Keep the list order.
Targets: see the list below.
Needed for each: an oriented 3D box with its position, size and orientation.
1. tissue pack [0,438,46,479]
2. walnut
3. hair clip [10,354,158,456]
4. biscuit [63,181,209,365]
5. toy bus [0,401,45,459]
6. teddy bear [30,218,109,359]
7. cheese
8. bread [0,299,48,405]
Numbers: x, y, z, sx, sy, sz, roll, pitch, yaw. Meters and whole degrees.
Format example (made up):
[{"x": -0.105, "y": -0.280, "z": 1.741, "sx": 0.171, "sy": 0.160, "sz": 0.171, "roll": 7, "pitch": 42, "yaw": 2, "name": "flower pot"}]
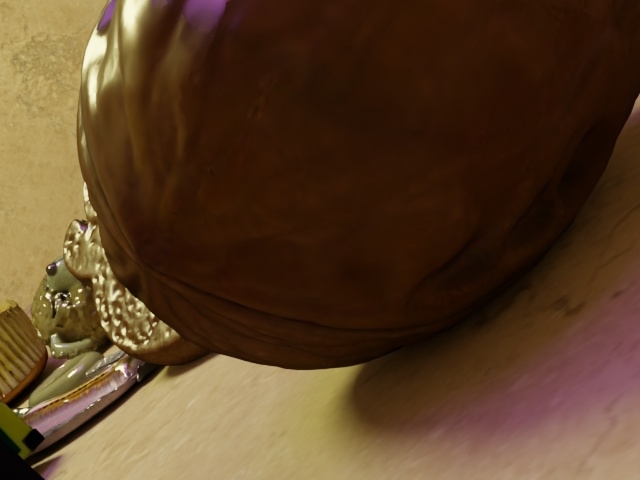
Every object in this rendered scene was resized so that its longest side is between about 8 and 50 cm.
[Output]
[{"x": -0.337, "y": 0.238, "z": 0.659, "sx": 0.253, "sy": 0.264, "sz": 0.416, "roll": -41, "pitch": 8, "yaw": 12, "name": "tissue pack"}, {"x": 0.028, "y": -0.096, "z": 0.745, "sx": 0.398, "sy": 0.308, "sz": 0.354, "roll": -44, "pitch": -21, "yaw": -30, "name": "walnut"}, {"x": -0.314, "y": 0.199, "z": 1.327, "sx": 0.359, "sy": 0.095, "sz": 0.110, "roll": -21, "pitch": -16, "yaw": 33, "name": "hair clip"}, {"x": -0.158, "y": -0.038, "z": 1.245, "sx": 0.314, "sy": 0.063, "sz": 0.367, "roll": -35, "pitch": 53, "yaw": 33, "name": "biscuit"}, {"x": -0.407, "y": 0.250, "z": 1.149, "sx": 0.128, "sy": 0.150, "sz": 0.262, "roll": -31, "pitch": 15, "yaw": 42, "name": "toy bus"}, {"x": -0.298, "y": 0.048, "z": 1.648, "sx": 0.256, "sy": 0.156, "sz": 0.267, "roll": -37, "pitch": 32, "yaw": -1, "name": "teddy bear"}, {"x": -0.278, "y": 0.159, "z": 1.413, "sx": 0.192, "sy": 0.037, "sz": 0.097, "roll": -29, "pitch": 15, "yaw": 45, "name": "cheese"}, {"x": -0.508, "y": 0.188, "z": 1.806, "sx": 0.179, "sy": 0.133, "sz": 0.250, "roll": -41, "pitch": 12, "yaw": -19, "name": "bread"}]
